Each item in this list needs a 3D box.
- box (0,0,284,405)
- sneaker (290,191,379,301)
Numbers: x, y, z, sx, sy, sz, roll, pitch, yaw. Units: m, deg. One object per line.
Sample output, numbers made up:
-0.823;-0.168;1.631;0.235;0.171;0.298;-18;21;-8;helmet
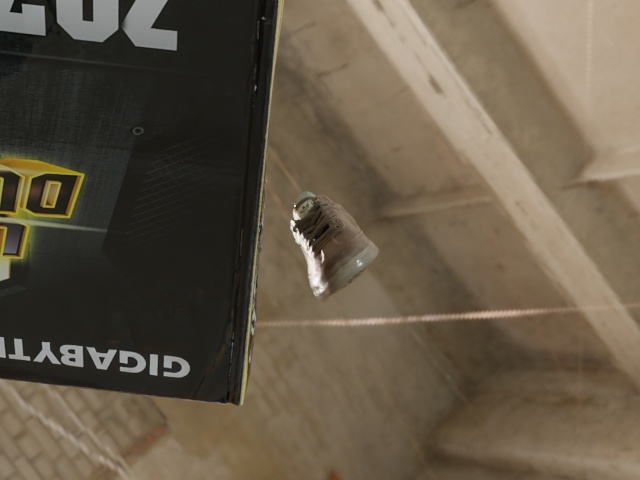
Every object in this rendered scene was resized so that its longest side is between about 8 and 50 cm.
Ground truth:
-0.180;-0.058;0.481;0.321;0.079;0.257;7;-56;-2;box
0.000;0.000;0.940;0.071;0.066;0.188;47;2;-7;sneaker
